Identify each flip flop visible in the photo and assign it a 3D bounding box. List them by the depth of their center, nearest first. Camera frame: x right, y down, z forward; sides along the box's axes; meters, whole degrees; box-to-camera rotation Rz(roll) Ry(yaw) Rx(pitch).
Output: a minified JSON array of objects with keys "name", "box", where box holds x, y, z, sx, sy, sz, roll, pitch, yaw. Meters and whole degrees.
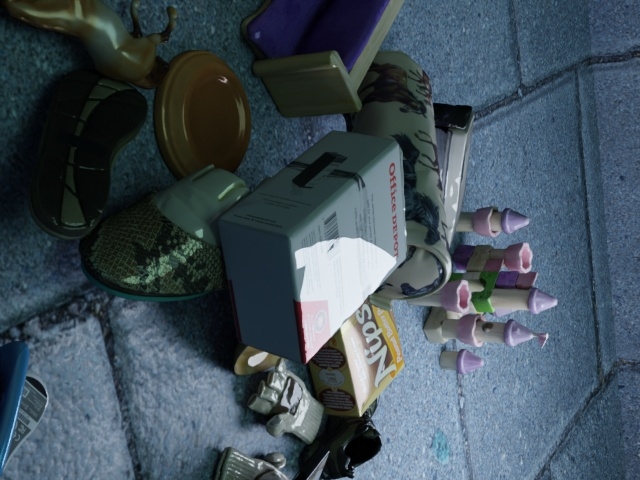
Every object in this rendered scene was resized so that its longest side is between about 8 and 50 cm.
[{"name":"flip flop","box":[-0.283,-0.102,1.189,0.112,0.080,0.277,24,47,-20]}]

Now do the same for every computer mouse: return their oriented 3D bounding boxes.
[{"name":"computer mouse","box":[-0.371,0.228,1.104,0.106,0.042,0.193,56,51,-36]}]

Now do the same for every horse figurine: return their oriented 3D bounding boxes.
[{"name":"horse figurine","box":[-0.264,-0.270,1.233,0.263,0.066,0.174,46,43,-40]}]

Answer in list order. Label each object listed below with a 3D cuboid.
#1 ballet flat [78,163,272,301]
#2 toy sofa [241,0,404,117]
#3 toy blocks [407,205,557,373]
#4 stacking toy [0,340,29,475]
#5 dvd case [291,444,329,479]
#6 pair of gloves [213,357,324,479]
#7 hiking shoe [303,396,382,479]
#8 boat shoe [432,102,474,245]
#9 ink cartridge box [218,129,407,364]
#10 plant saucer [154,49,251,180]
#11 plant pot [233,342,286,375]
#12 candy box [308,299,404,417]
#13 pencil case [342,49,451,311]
[{"name":"ballet flat","box":[-0.121,-0.013,1.365,0.182,0.164,0.483,-54,153,15]},{"name":"toy sofa","box":[0.029,-0.379,1.626,0.177,0.150,0.362,61,42,-38]},{"name":"toy blocks","box":[0.378,0.119,2.081,0.288,0.260,0.309,-61,138,-37]},{"name":"stacking toy","box":[-0.436,0.134,0.914,0.302,0.175,0.165,34,49,-38]},{"name":"dvd case","box":[-0.074,0.435,1.475,0.253,0.022,0.180,-42,158,-49]},{"name":"pair of gloves","box":[-0.069,0.325,1.572,0.204,0.042,0.240,54,50,-45]},{"name":"hiking shoe","box":[0.067,0.335,1.726,0.227,0.114,0.086,-51,132,-45]},{"name":"boat shoe","box":[0.196,-0.121,1.927,0.127,0.158,0.340,-63,161,-50]},{"name":"ink cartridge box","box":[0.000,0.000,1.331,0.273,0.114,0.197,-41,136,-43]},{"name":"plant saucer","box":[-0.159,-0.173,1.436,0.200,0.037,0.200,0,90,-58]},{"name":"plant pot","box":[-0.036,0.122,1.507,0.032,0.236,0.236,54,27,18]},{"name":"candy box","box":[0.044,0.119,1.712,0.183,0.088,0.316,-37,121,-52]},{"name":"pencil case","box":[0.114,-0.101,1.625,0.183,0.160,0.410,115,-23,-55]}]
